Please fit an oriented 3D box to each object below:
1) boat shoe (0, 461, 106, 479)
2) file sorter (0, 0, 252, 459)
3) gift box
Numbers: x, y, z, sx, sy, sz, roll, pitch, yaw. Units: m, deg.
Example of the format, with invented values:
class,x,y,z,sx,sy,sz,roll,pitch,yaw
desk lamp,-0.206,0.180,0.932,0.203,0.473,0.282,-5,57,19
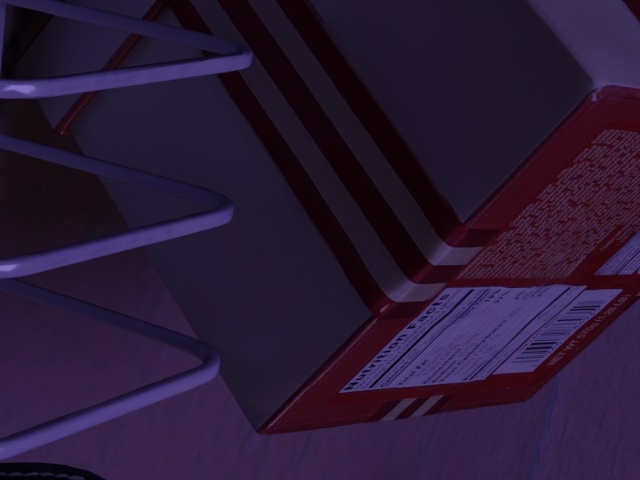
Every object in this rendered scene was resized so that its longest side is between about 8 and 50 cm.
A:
class,x,y,z,sx,sy,sz,roll,pitch,yaw
boat shoe,-0.179,0.116,0.654,0.302,0.114,0.091,-12,119,-49
file sorter,-0.133,-0.081,0.709,0.193,0.173,0.278,-16,117,-57
gift box,0.043,-0.076,0.876,0.255,0.258,0.276,-44,156,23
